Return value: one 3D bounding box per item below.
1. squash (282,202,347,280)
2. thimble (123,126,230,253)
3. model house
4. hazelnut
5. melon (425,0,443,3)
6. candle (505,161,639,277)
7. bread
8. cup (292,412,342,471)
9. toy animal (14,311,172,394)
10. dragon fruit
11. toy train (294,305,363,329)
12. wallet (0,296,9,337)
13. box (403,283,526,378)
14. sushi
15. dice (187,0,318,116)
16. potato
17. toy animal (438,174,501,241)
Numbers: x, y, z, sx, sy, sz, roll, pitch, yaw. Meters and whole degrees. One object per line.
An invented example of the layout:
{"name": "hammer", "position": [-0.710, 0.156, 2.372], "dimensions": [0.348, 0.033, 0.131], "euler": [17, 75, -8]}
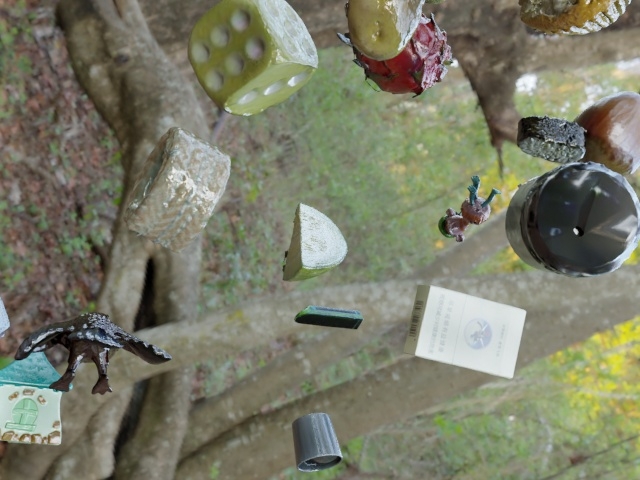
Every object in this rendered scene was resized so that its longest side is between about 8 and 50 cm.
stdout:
{"name": "squash", "position": [0.000, 0.000, 1.854], "dimensions": [0.289, 0.111, 0.203], "euler": [138, -35, -75]}
{"name": "thimble", "position": [-0.296, -0.109, 1.740], "dimensions": [0.148, 0.229, 0.196], "euler": [29, 13, -24]}
{"name": "model house", "position": [-0.460, 0.241, 1.325], "dimensions": [0.100, 0.127, 0.148], "euler": [151, -54, -63]}
{"name": "hazelnut", "position": [0.672, -0.236, 1.946], "dimensions": [0.210, 0.210, 0.186], "euler": [67, 12, -69]}
{"name": "melon", "position": [0.242, -0.587, 1.815], "dimensions": [0.139, 0.139, 0.192], "euler": [68, 25, -59]}
{"name": "candle", "position": [0.491, -0.037, 1.693], "dimensions": [0.342, 0.221, 0.221], "euler": [26, 44, -88]}
{"name": "bread", "position": [0.520, -0.523, 1.698], "dimensions": [0.149, 0.274, 0.274], "euler": [30, 30, -41]}
{"name": "cup", "position": [-0.004, 0.344, 1.433], "dimensions": [0.100, 0.078, 0.077], "euler": [55, 18, -55]}
{"name": "toy animal", "position": [-0.330, 0.140, 1.245], "dimensions": [0.179, 0.219, 0.116], "euler": [-113, -150, -59]}
{"name": "dragon fruit", "position": [0.168, -0.427, 1.894], "dimensions": [0.193, 0.274, 0.192], "euler": [-77, -179, -46]}
{"name": "toy train", "position": [0.017, 0.209, 2.353], "dimensions": [0.044, 0.209, 0.042], "euler": [-61, -145, 30]}
{"name": "wallet", "position": [-0.693, 0.149, 1.553], "dimensions": [0.069, 0.231, 0.170], "euler": [17, -53, 44]}
{"name": "box", "position": [0.331, 0.208, 1.939], "dimensions": [0.069, 0.257, 0.164], "euler": [176, -72, -71]}
{"name": "sushi", "position": [0.505, -0.223, 1.862], "dimensions": [0.090, 0.150, 0.078], "euler": [100, 0, -65]}
{"name": "dice", "position": [-0.166, -0.461, 2.086], "dimensions": [0.226, 0.238, 0.233], "euler": [63, 25, 8]}
{"name": "potato", "position": [0.118, -0.432, 1.523], "dimensions": [0.098, 0.138, 0.243], "euler": [22, -49, 31]}
{"name": "toy animal", "position": [0.355, -0.072, 1.999], "dimensions": [0.100, 0.103, 0.208], "euler": [55, -27, 19]}
